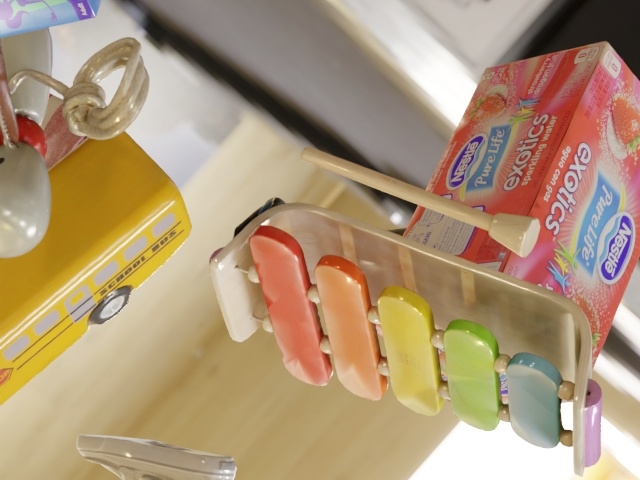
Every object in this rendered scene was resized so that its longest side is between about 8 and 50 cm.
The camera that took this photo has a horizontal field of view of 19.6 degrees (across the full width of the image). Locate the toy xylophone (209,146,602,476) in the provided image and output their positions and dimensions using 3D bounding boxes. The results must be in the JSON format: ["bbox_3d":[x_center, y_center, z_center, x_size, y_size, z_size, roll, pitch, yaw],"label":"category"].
[{"bbox_3d":[0.066,0.049,1.359,0.322,0.081,0.236,16,149,28],"label":"toy xylophone"}]

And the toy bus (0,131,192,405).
[{"bbox_3d":[-0.271,0.051,1.633,0.108,0.332,0.130,46,168,17],"label":"toy bus"}]

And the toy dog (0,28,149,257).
[{"bbox_3d":[-0.292,-0.149,1.540,0.161,0.220,0.334,29,-166,-33],"label":"toy dog"}]

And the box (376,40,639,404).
[{"bbox_3d":[0.185,-0.012,1.640,0.154,0.300,0.142,-8,136,46],"label":"box"}]

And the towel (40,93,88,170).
[{"bbox_3d":[-0.437,-0.107,2.154,0.329,0.237,0.037,26,163,26],"label":"towel"}]

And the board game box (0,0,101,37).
[{"bbox_3d":[-0.261,-0.193,1.155,0.047,0.210,0.160,-81,-25,-46],"label":"board game box"}]

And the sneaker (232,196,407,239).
[{"bbox_3d":[0.000,0.000,1.974,0.079,0.217,0.121,-78,-34,-64],"label":"sneaker"}]

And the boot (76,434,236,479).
[{"bbox_3d":[-0.233,0.334,2.496,0.258,0.123,0.095,6,177,36],"label":"boot"}]
